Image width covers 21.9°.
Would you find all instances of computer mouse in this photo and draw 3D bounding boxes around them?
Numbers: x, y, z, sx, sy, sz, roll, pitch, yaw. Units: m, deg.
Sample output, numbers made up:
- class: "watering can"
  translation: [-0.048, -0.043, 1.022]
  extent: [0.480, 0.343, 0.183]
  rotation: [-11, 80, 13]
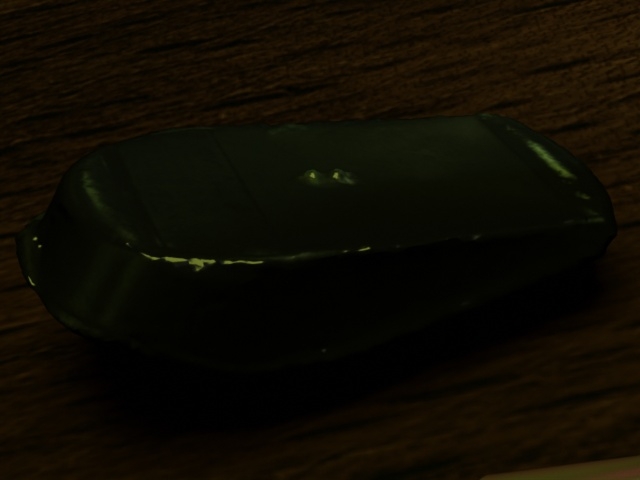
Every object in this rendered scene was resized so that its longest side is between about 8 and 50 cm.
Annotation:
- class: "computer mouse"
  translation: [-0.001, 0.005, 0.827]
  extent: [0.295, 0.087, 0.168]
  rotation: [-7, 26, -14]

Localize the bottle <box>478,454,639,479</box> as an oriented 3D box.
- class: "bottle"
  translation: [0.113, 0.111, 0.670]
  extent: [0.096, 0.045, 0.045]
  rotation: [-9, 35, 1]
